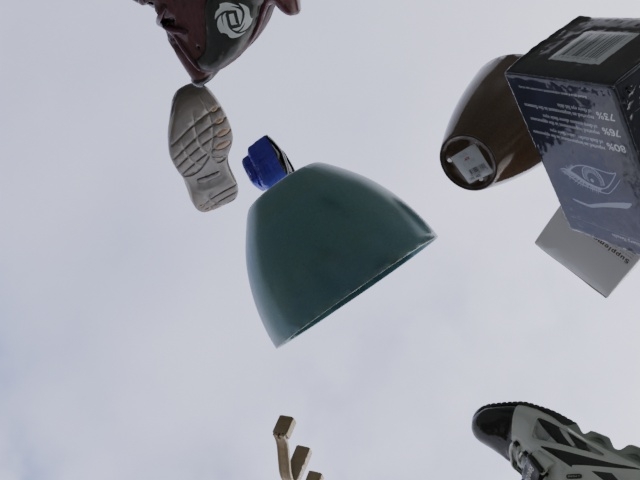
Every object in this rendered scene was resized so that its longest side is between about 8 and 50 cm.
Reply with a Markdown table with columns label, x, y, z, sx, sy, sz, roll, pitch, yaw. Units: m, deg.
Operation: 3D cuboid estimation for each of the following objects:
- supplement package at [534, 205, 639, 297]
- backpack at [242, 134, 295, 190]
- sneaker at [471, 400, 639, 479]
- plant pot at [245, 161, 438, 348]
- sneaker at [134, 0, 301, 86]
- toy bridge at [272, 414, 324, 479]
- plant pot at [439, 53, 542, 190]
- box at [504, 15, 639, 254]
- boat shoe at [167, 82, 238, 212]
| label | x | y | z | sx | sy | sz | roll | pitch | yaw |
| --- | --- | --- | --- | --- | --- | --- | --- | --- | --- |
| supplement package | 0.569 | -0.073 | 1.405 | 0.175 | 0.293 | 0.177 | 41 | -135 | 19 |
| backpack | -0.111 | -0.155 | 1.713 | 0.101 | 0.098 | 0.120 | -39 | -118 | 12 |
| sneaker | 0.368 | 0.361 | 1.192 | 0.331 | 0.122 | 0.146 | 14 | -134 | 38 |
| plant pot | 0.000 | 0.000 | 1.135 | 0.290 | 0.290 | 0.195 | -34 | -96 | -7 |
| sneaker | -0.147 | -0.194 | 0.595 | 0.282 | 0.162 | 0.106 | -5 | -153 | 9 |
| toy bridge | -0.036 | 0.341 | 1.149 | 0.026 | 0.188 | 0.063 | 5 | -133 | 25 |
| plant pot | 0.311 | -0.187 | 1.344 | 0.215 | 0.215 | 0.230 | 22 | -137 | 26 |
| box | 0.295 | -0.098 | 0.729 | 0.108 | 0.207 | 0.153 | -37 | -152 | -10 |
| boat shoe | -0.256 | -0.199 | 1.557 | 0.132 | 0.355 | 0.130 | -21 | -120 | -15 |
